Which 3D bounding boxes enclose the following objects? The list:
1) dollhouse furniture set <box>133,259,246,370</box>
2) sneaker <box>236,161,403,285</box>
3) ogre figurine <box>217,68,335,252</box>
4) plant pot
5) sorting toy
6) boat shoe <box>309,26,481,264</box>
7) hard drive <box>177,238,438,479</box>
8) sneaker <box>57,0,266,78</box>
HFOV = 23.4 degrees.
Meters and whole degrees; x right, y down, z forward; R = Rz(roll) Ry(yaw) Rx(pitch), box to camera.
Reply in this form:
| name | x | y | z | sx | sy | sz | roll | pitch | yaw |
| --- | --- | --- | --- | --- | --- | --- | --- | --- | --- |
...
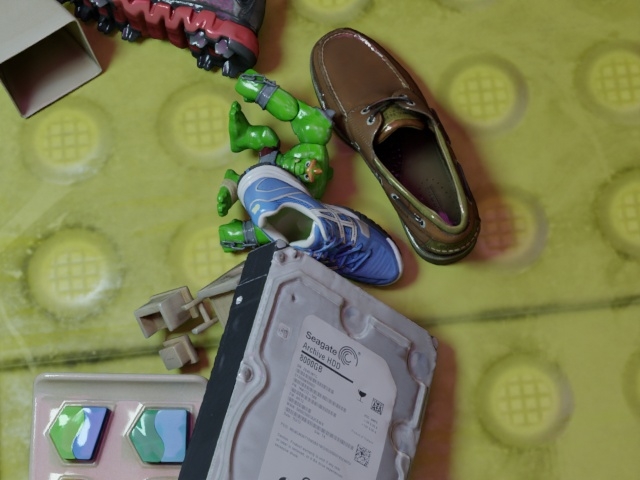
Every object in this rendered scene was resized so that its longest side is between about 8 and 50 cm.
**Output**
| name | x | y | z | sx | sy | sz | roll | pitch | yaw |
| --- | --- | --- | --- | --- | --- | --- | --- | --- | --- |
| dollhouse furniture set | -0.086 | 0.123 | 1.682 | 0.161 | 0.101 | 0.182 | -16 | 102 | 37 |
| sneaker | 0.000 | 0.000 | 1.658 | 0.211 | 0.081 | 0.080 | 28 | 115 | -23 |
| ogre figurine | -0.047 | -0.084 | 1.714 | 0.118 | 0.097 | 0.197 | 6 | 73 | 6 |
| plant pot | -0.331 | -0.226 | 1.769 | 0.109 | 0.109 | 0.096 | -33 | 62 | -8 |
| sorting toy | -0.213 | 0.244 | 1.630 | 0.193 | 0.038 | 0.208 | 1 | 84 | 2 |
| boat shoe | 0.088 | -0.123 | 1.716 | 0.110 | 0.104 | 0.307 | -32 | 74 | -7 |
| hard drive | -0.010 | 0.197 | 1.546 | 0.237 | 0.064 | 0.339 | 34 | 55 | -27 |
| sneaker | -0.184 | -0.293 | 1.784 | 0.276 | 0.097 | 0.135 | 20 | 75 | 6 |
